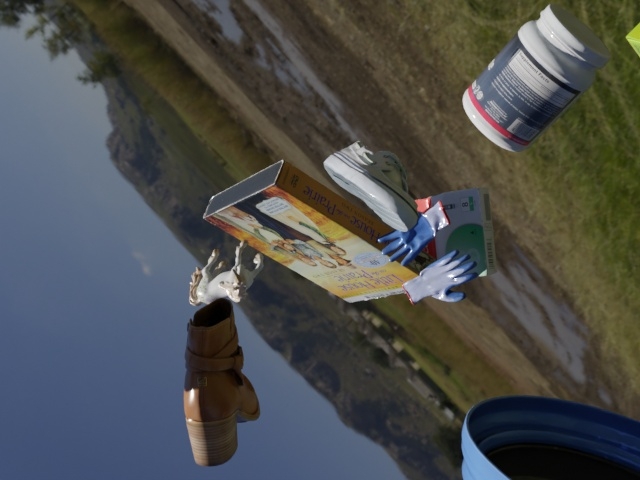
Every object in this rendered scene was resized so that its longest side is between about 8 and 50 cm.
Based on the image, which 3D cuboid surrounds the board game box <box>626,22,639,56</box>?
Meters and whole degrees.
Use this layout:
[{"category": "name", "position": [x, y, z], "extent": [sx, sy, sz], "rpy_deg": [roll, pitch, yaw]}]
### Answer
[{"category": "board game box", "position": [0.346, -0.139, 0.607], "extent": [0.092, 0.043, 0.181], "rpy_deg": [40, -170, -26]}]

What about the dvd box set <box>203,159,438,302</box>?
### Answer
[{"category": "dvd box set", "position": [0.000, 0.000, 1.528], "extent": [0.420, 0.062, 0.307], "rpy_deg": [32, 153, -26]}]

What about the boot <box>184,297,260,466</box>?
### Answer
[{"category": "boot", "position": [-0.108, 0.137, 0.809], "extent": [0.197, 0.072, 0.153], "rpy_deg": [-103, 11, -79]}]

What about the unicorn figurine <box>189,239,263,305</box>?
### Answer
[{"category": "unicorn figurine", "position": [-0.123, 0.050, 0.990], "extent": [0.060, 0.162, 0.111], "rpy_deg": [35, -137, -20]}]

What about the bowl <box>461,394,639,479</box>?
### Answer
[{"category": "bowl", "position": [0.371, 0.320, 0.936], "extent": [0.390, 0.077, 0.391], "rpy_deg": [11, -168, -2]}]

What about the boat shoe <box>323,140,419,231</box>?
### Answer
[{"category": "boat shoe", "position": [0.076, -0.088, 0.973], "extent": [0.083, 0.076, 0.226], "rpy_deg": [49, 177, -36]}]

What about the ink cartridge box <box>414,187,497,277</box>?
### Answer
[{"category": "ink cartridge box", "position": [0.258, -0.009, 1.548], "extent": [0.224, 0.181, 0.056], "rpy_deg": [-7, 178, 38]}]

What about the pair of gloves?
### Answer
[{"category": "pair of gloves", "position": [0.200, 0.031, 1.360], "extent": [0.023, 0.159, 0.198], "rpy_deg": [-12, -106, -56]}]

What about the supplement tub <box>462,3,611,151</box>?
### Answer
[{"category": "supplement tub", "position": [0.455, -0.342, 1.553], "extent": [0.191, 0.272, 0.191], "rpy_deg": [25, -143, -21]}]
